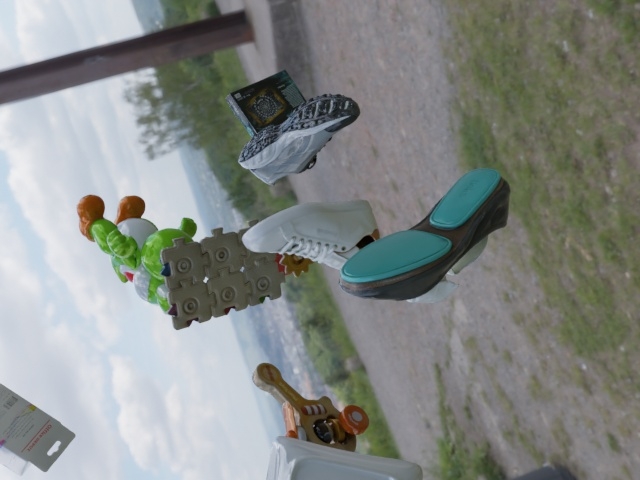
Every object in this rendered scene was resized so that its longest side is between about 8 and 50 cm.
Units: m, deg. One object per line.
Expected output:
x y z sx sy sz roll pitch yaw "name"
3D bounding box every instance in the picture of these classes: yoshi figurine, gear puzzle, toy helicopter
-0.355 0.002 1.471 0.362 0.203 0.203 39 167 36 "yoshi figurine"
-0.156 0.049 1.405 0.044 0.339 0.175 11 112 55 "gear puzzle"
-0.059 0.472 1.923 0.355 0.235 0.140 41 125 14 "toy helicopter"

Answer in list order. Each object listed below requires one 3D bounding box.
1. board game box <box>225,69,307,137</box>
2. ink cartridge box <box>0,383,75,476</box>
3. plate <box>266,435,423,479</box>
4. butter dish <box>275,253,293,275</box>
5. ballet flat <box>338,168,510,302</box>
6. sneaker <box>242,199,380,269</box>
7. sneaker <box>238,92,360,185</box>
-0.108 -0.297 1.578 0.026 0.186 0.126 -32 93 48 "board game box"
-0.621 0.398 1.460 0.067 0.198 0.115 -55 1 35 "ink cartridge box"
0.034 0.481 1.189 0.045 0.277 0.278 109 173 -57 "plate"
-0.111 0.043 1.703 0.160 0.160 0.118 26 117 41 "butter dish"
0.139 0.015 0.837 0.095 0.280 0.096 18 133 47 "ballet flat"
0.000 0.000 1.305 0.106 0.290 0.123 -44 63 50 "sneaker"
-0.031 -0.195 1.387 0.108 0.272 0.100 45 -144 -29 "sneaker"
